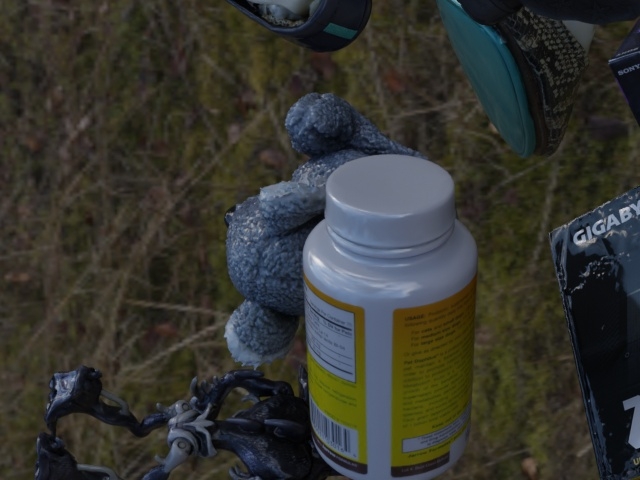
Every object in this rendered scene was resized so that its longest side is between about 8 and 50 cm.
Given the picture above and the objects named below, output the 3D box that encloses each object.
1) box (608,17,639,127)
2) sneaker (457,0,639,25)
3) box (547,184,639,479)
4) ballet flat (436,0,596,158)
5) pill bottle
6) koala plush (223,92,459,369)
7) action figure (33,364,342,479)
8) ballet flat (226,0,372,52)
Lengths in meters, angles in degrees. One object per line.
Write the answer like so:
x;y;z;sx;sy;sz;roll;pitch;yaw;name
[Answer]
0.272;-0.090;0.838;0.029;0.116;0.162;-19;111;40;box
0.090;-0.170;0.571;0.089;0.051;0.170;-21;119;43;sneaker
0.357;0.043;0.936;0.322;0.079;0.257;-31;52;36;box
0.150;-0.249;0.983;0.182;0.483;0.164;-40;46;7;ballet flat
0.048;0.055;0.782;0.117;0.117;0.215;31;134;42;pill bottle
0.000;0.000;0.966;0.203;0.221;0.196;29;112;19;koala plush
-0.094;0.179;0.954;0.141;0.275;0.164;111;164;-53;action figure
-0.062;-0.169;0.601;0.203;0.074;0.074;38;125;10;ballet flat
